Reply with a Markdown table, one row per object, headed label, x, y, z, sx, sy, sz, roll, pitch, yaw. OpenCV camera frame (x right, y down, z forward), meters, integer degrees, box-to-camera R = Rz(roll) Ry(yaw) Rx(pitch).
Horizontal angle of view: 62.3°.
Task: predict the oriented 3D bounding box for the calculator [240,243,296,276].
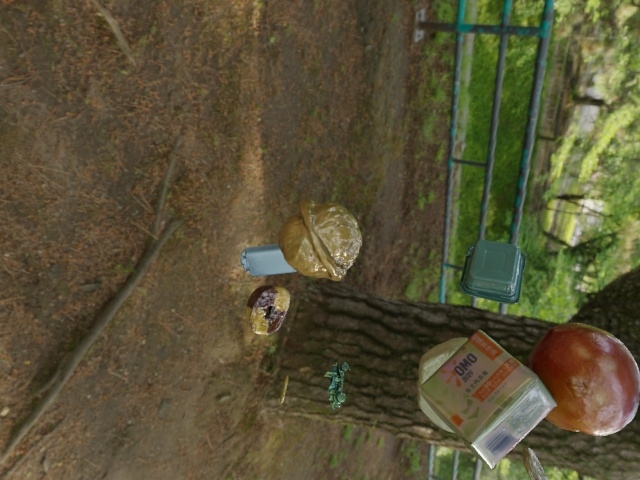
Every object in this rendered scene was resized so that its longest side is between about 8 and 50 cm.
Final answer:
| label | x | y | z | sx | sy | sz | roll | pitch | yaw |
| --- | --- | --- | --- | --- | --- | --- | --- | --- | --- |
| calculator | -0.165 | 0.066 | 1.783 | 0.039 | 0.211 | 0.121 | -90 | 171 | -48 |

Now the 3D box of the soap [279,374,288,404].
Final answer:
| label | x | y | z | sx | sy | sz | roll | pitch | yaw |
| --- | --- | --- | --- | --- | --- | --- | --- | --- | --- |
| soap | -0.109 | 0.451 | 1.602 | 0.034 | 0.012 | 0.089 | 107 | -4 | -77 |

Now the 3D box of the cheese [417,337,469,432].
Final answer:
| label | x | y | z | sx | sy | sz | roll | pitch | yaw |
| --- | --- | --- | --- | --- | --- | --- | --- | --- | --- |
| cheese | 0.474 | 0.471 | 1.733 | 0.326 | 0.318 | 0.115 | -41 | 179 | 13 |

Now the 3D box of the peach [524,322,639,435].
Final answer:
| label | x | y | z | sx | sy | sz | roll | pitch | yaw |
| --- | --- | --- | --- | --- | --- | --- | --- | --- | --- |
| peach | 0.559 | 0.294 | 1.148 | 0.200 | 0.244 | 0.243 | -14 | 115 | -50 |

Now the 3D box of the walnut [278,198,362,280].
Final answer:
| label | x | y | z | sx | sy | sz | roll | pitch | yaw |
| --- | --- | --- | --- | --- | --- | --- | --- | --- | --- |
| walnut | 0.000 | 0.000 | 1.464 | 0.257 | 0.225 | 0.256 | -23 | 90 | -82 |

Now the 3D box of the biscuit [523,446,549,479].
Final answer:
| label | x | y | z | sx | sy | sz | roll | pitch | yaw |
| --- | --- | --- | --- | --- | --- | --- | --- | --- | --- |
| biscuit | 0.442 | 0.484 | 1.065 | 0.147 | 0.018 | 0.071 | 60 | 28 | -6 |

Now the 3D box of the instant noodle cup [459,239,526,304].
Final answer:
| label | x | y | z | sx | sy | sz | roll | pitch | yaw |
| --- | --- | --- | --- | --- | --- | --- | --- | --- | --- |
| instant noodle cup | 0.461 | 0.073 | 1.410 | 0.070 | 0.157 | 0.179 | 77 | 29 | -51 |

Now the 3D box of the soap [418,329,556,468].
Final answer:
| label | x | y | z | sx | sy | sz | roll | pitch | yaw |
| --- | --- | --- | --- | --- | --- | --- | --- | --- | --- |
| soap | 0.343 | 0.326 | 1.107 | 0.199 | 0.182 | 0.138 | -44 | 126 | -3 |

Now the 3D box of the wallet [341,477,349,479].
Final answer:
| label | x | y | z | sx | sy | sz | roll | pitch | yaw |
| --- | --- | --- | --- | --- | --- | --- | --- | --- | --- |
| wallet | 0.031 | 0.728 | 1.440 | 0.110 | 0.039 | 0.155 | -57 | 174 | 34 |

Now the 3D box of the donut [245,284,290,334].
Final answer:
| label | x | y | z | sx | sy | sz | roll | pitch | yaw |
| --- | --- | --- | --- | --- | --- | --- | --- | --- | --- |
| donut | -0.191 | 0.238 | 1.868 | 0.166 | 0.073 | 0.183 | -2 | 109 | -43 |

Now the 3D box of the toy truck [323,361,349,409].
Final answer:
| label | x | y | z | sx | sy | sz | roll | pitch | yaw |
| --- | --- | --- | --- | --- | --- | --- | --- | --- | --- |
| toy truck | 0.049 | 0.498 | 1.835 | 0.080 | 0.078 | 0.154 | 112 | -11 | -54 |
